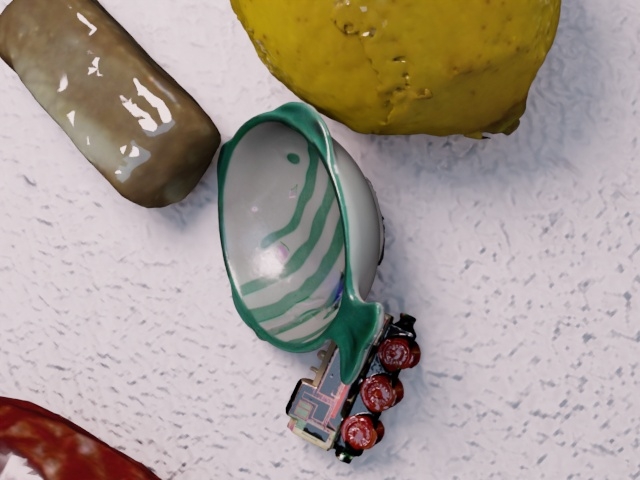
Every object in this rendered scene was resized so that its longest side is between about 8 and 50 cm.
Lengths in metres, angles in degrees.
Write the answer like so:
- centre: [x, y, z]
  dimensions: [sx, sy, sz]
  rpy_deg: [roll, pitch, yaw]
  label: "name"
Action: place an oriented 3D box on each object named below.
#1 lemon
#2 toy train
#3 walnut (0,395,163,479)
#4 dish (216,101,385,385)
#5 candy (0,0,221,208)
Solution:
- centre: [0.058, -0.210, 0.674]
  dimensions: [0.253, 0.253, 0.310]
  rpy_deg: [-35, 96, 4]
  label: "lemon"
- centre: [0.030, 0.118, 0.746]
  dimensions: [0.087, 0.050, 0.138]
  rpy_deg: [25, 88, 13]
  label: "toy train"
- centre: [-0.223, 0.248, 0.672]
  dimensions: [0.268, 0.244, 0.222]
  rpy_deg: [14, 86, 5]
  label: "walnut"
- centre: [0.000, 0.000, 0.713]
  dimensions: [0.246, 0.078, 0.224]
  rpy_deg: [53, 136, 36]
  label: "dish"
- centre: [-0.192, -0.133, 0.772]
  dimensions: [0.104, 0.102, 0.234]
  rpy_deg: [-45, 80, 4]
  label: "candy"
